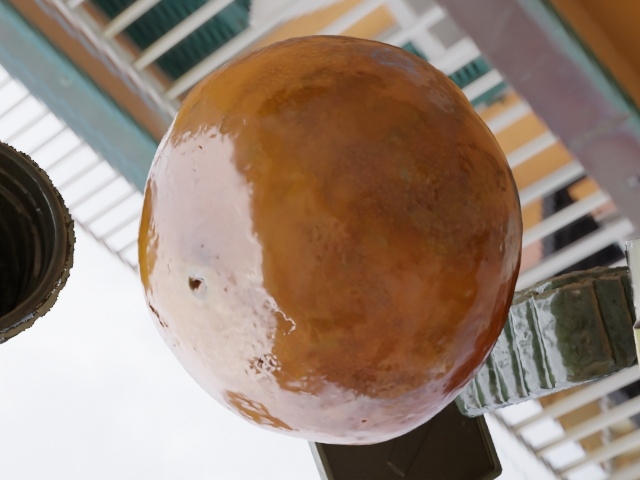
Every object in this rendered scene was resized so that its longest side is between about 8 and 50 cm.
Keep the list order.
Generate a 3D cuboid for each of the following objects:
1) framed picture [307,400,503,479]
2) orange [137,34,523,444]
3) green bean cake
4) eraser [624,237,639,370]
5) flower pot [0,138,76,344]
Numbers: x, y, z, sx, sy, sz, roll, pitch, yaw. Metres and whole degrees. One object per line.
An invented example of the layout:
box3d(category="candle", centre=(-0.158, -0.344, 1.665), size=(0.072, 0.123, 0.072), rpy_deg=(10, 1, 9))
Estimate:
box3d(category="framed picture", centre=(0.079, 0.191, 1.337), size=(0.203, 0.015, 0.150), rpy_deg=(-27, -78, -39))
box3d(category="orange", centre=(0.000, 0.000, 1.003), size=(0.226, 0.284, 0.284), rpy_deg=(-15, -105, -45))
box3d(category="green bean cake", centre=(0.222, 0.082, 1.249), size=(0.185, 0.183, 0.094), rpy_deg=(-6, -104, -33))
box3d(category="eraser", centre=(0.283, 0.100, 0.918), size=(0.157, 0.038, 0.230), rpy_deg=(-8, -92, -15))
box3d(category="flower pot", centre=(-0.332, 0.027, 1.238), size=(0.235, 0.140, 0.235), rpy_deg=(10, -130, -12))
